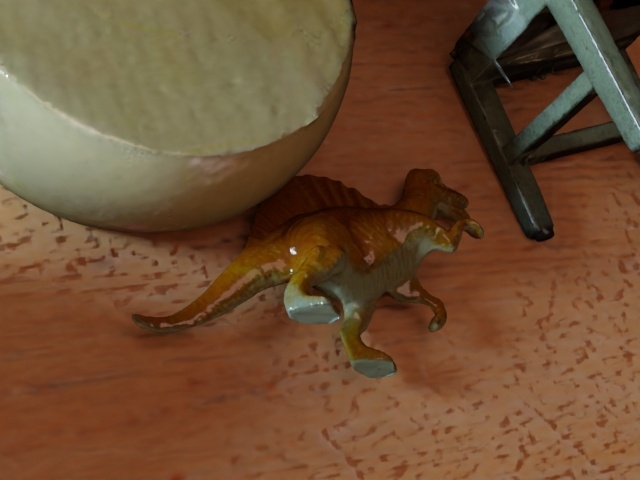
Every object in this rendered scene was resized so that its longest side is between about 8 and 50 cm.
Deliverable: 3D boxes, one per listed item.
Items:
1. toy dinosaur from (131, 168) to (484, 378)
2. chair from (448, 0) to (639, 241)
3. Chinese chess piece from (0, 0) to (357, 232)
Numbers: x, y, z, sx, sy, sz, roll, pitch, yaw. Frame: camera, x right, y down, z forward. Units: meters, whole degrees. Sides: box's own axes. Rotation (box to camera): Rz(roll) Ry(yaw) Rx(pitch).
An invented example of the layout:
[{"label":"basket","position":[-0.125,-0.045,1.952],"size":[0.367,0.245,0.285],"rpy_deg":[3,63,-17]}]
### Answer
[{"label":"toy dinosaur","position":[0.002,0.000,0.906],"size":[0.212,0.057,0.142],"rpy_deg":[12,48,-21]},{"label":"chair","position":[0.160,-0.156,1.007],"size":[0.136,0.147,0.270],"rpy_deg":[-16,74,-29]},{"label":"Chinese chess piece","position":[-0.105,-0.122,0.895],"size":[0.250,0.097,0.251],"rpy_deg":[12,58,-20]}]
